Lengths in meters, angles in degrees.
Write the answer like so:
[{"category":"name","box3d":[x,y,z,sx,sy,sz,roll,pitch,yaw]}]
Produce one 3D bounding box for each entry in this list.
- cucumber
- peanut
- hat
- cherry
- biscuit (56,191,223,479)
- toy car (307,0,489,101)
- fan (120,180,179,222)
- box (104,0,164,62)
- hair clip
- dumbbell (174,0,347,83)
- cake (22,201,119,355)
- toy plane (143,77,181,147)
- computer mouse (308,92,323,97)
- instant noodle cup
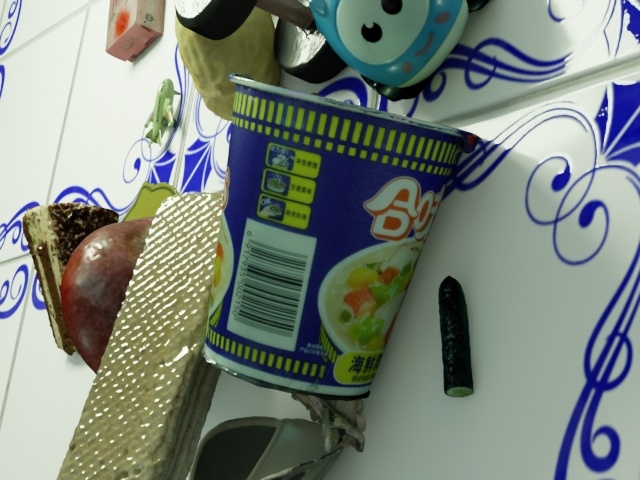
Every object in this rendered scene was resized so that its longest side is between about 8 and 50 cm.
[{"category":"cucumber","box3d":[0.139,0.097,1.441,0.032,0.032,0.133,-35,47,44]},{"category":"peanut","box3d":[-0.135,-0.321,1.908,0.147,0.147,0.319,-7,92,56]},{"category":"hat","box3d":[-0.080,0.315,1.569,0.275,0.161,0.232,-46,22,-5]},{"category":"cherry","box3d":[-0.230,0.088,1.835,0.206,0.239,0.239,45,114,29]},{"category":"biscuit","box3d":[-0.176,0.130,1.615,0.144,0.078,0.426,1,57,27]},{"category":"toy car","box3d":[0.066,-0.298,1.614,0.188,0.190,0.255,-51,39,27]},{"category":"fan","box3d":[-0.276,0.052,2.125,0.229,0.011,0.335,-36,44,43]},{"category":"box","box3d":[-0.315,-0.394,2.374,0.111,0.060,0.156,-32,50,44]},{"category":"hair clip","box3d":[0.013,0.191,1.558,0.214,0.056,0.062,-134,48,-73]},{"category":"dumbbell","box3d":[-0.062,-0.306,1.784,0.152,0.218,0.152,-32,49,45]},{"category":"cake","box3d":[-0.424,0.052,2.228,0.112,0.135,0.246,-1,74,63]},{"category":"toy plane","box3d":[-0.248,-0.200,2.185,0.102,0.040,0.111,10,81,56]},{"category":"computer mouse","box3d":[-0.051,-0.042,1.773,0.158,0.072,0.310,-22,57,53]},{"category":"instant noodle cup","box3d":[0.000,0.000,1.516,0.284,0.284,0.312,24,101,58]}]
